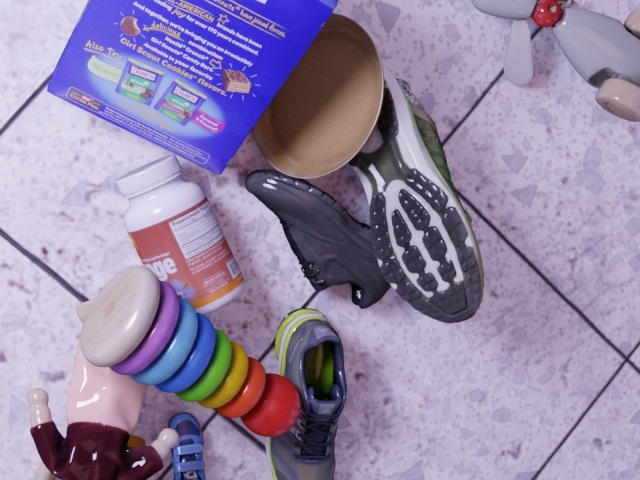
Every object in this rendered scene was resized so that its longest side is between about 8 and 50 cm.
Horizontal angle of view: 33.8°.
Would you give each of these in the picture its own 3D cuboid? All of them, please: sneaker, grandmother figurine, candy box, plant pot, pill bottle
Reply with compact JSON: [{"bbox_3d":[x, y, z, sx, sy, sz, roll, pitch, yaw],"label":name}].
[{"bbox_3d":[-0.016,0.256,1.557,0.111,0.121,0.300,-3,96,-17],"label":"sneaker"},{"bbox_3d":[0.000,0.000,1.553,0.286,0.109,0.130,34,90,-15],"label":"sneaker"},{"bbox_3d":[-0.294,0.258,1.413,0.208,0.104,0.342,13,62,-6],"label":"grandmother figurine"},{"bbox_3d":[-0.167,-0.276,1.376,0.268,0.122,0.317,26,129,-19],"label":"candy box"},{"bbox_3d":[0.154,-0.084,1.530,0.182,0.158,0.410,-15,82,-52],"label":"sneaker"},{"bbox_3d":[-0.002,-0.202,1.489,0.032,0.236,0.236,9,92,-53],"label":"plant pot"},{"bbox_3d":[-0.201,-0.005,1.477,0.121,0.121,0.216,-27,102,-14],"label":"pill bottle"},{"bbox_3d":[-0.192,0.323,1.540,0.053,0.059,0.144,-6,96,-15],"label":"sneaker"}]

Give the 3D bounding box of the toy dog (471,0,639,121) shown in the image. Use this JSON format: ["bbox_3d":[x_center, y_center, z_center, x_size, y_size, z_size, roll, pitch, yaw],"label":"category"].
[{"bbox_3d":[0.391,-0.318,1.647,0.220,0.161,0.333,-42,91,-7],"label":"toy dog"}]

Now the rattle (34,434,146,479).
[{"bbox_3d":[-0.342,0.384,1.514,0.130,0.143,0.199,15,108,13],"label":"rattle"}]

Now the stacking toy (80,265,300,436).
[{"bbox_3d":[-0.152,0.167,1.422,0.330,0.141,0.141,34,84,-31],"label":"stacking toy"}]
